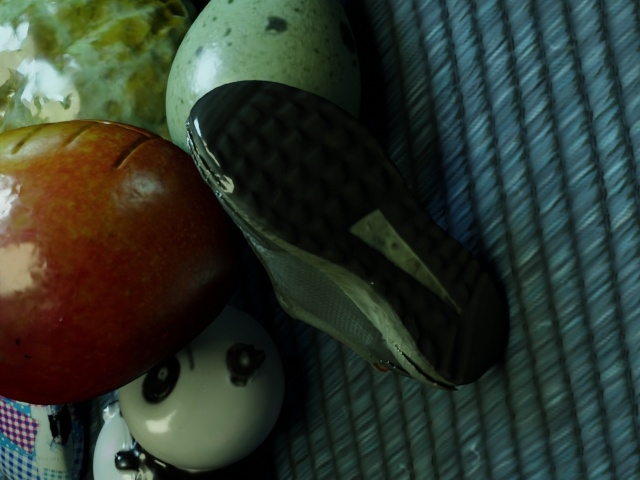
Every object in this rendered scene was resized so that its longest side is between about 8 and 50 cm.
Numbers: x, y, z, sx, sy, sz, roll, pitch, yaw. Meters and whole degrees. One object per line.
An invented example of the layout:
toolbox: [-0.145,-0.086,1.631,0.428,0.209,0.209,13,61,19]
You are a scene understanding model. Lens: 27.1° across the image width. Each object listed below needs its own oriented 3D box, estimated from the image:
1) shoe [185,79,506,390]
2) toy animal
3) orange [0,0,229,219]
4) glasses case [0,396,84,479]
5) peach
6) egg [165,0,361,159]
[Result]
shoe: [0.000,0.000,1.143,0.336,0.132,0.171,44,153,-18]
toy animal: [-0.129,0.173,1.319,0.187,0.165,0.235,-115,38,-56]
orange: [-0.234,-0.155,1.348,0.271,0.210,0.368,-39,71,14]
glasses case: [-0.343,0.150,1.557,0.125,0.076,0.327,12,114,30]
peach: [-0.210,0.027,1.174,0.275,0.248,0.245,-3,52,25]
egg: [-0.049,-0.146,1.210,0.177,0.177,0.228,7,86,43]
